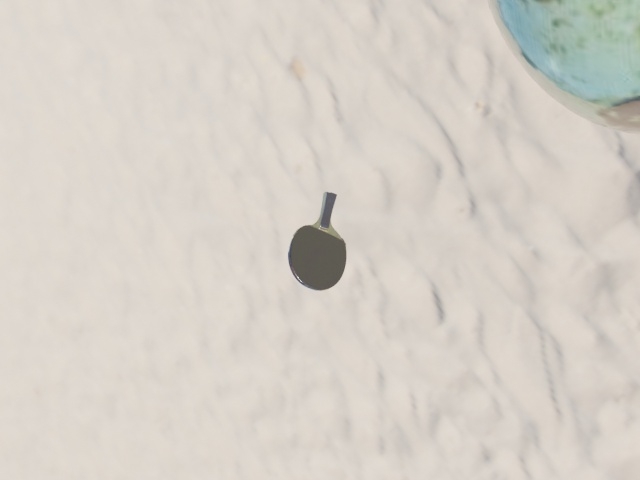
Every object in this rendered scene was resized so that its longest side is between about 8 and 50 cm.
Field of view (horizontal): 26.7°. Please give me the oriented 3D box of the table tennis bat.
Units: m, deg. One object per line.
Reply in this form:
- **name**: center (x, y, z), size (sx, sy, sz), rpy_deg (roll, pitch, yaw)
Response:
- **table tennis bat**: center (0.000, 0.000, 1.068), size (0.050, 0.083, 0.007), rpy_deg (20, 156, -22)

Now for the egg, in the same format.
- **egg**: center (0.168, -0.142, 0.697), size (0.169, 0.169, 0.231), rpy_deg (40, 167, 29)
